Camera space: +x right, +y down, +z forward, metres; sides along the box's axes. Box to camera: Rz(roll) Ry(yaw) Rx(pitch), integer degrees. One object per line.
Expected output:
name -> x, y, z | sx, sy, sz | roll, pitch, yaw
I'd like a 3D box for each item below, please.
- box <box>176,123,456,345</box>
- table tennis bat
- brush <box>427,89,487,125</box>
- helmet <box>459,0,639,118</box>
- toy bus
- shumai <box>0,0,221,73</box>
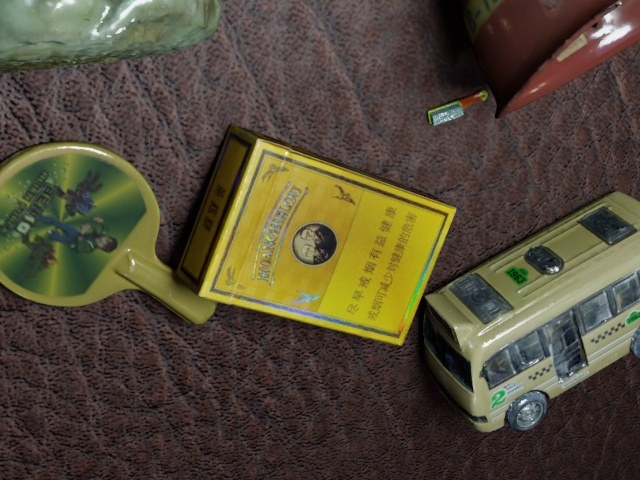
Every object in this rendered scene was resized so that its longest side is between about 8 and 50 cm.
box -> 0.000, 0.000, 1.241 | 0.301, 0.084, 0.193 | 16, 98, -33
table tennis bat -> -0.245, 0.009, 1.187 | 0.321, 0.050, 0.198 | 36, 100, -33
brush -> 0.173, -0.165, 1.279 | 0.083, 0.021, 0.019 | -23, 126, -11
helmet -> 0.279, -0.314, 1.063 | 0.337, 0.230, 0.385 | -29, 173, -17
toy bus -> 0.319, 0.095, 1.428 | 0.365, 0.177, 0.202 | -29, 126, -9
shumai -> -0.237, -0.281, 0.887 | 0.304, 0.309, 0.264 | -21, 107, -51
